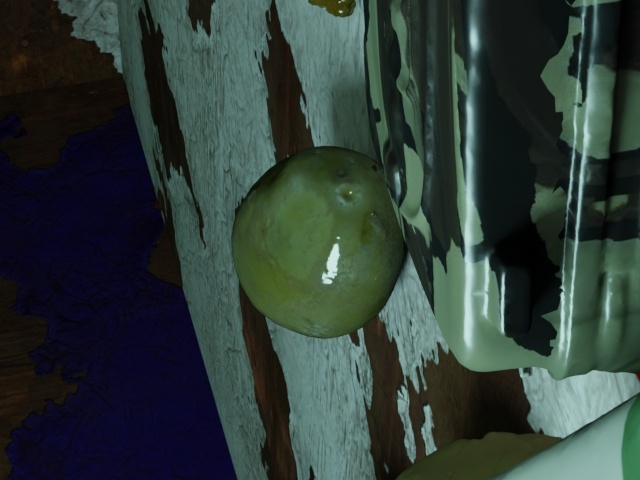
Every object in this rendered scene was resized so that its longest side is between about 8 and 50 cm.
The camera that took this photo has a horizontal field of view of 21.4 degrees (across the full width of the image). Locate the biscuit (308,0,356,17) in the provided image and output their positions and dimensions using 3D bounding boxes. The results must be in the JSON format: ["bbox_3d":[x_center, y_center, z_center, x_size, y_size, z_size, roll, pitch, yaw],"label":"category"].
[{"bbox_3d":[-0.013,-0.308,1.543,0.026,0.131,0.237,-55,-14,-30],"label":"biscuit"}]

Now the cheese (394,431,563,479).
[{"bbox_3d":[0.137,0.222,1.006,0.117,0.214,0.225,123,140,-68],"label":"cheese"}]

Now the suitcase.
[{"bbox_3d":[0.119,-0.147,0.837,0.339,0.194,0.351,-106,12,-57],"label":"suitcase"}]

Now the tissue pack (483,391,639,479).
[{"bbox_3d":[0.200,0.195,0.722,0.356,0.194,0.266,118,139,-73],"label":"tissue pack"}]

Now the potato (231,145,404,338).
[{"bbox_3d":[0.000,0.000,1.644,0.178,0.160,0.235,39,142,8],"label":"potato"}]

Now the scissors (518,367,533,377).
[{"bbox_3d":[0.148,0.046,1.296,0.058,0.014,0.119,126,136,-76],"label":"scissors"}]
